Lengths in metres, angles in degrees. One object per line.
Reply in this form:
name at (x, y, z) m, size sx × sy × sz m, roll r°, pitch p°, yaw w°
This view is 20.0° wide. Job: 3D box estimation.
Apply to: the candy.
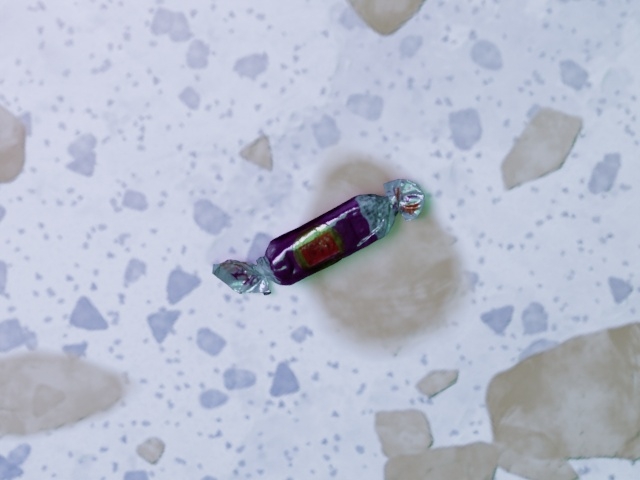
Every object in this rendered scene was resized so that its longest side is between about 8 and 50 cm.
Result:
candy at (0.000, 0.000, 1.398) m, size 0.175 × 0.043 × 0.045 m, roll -28°, pitch 112°, yaw 8°
